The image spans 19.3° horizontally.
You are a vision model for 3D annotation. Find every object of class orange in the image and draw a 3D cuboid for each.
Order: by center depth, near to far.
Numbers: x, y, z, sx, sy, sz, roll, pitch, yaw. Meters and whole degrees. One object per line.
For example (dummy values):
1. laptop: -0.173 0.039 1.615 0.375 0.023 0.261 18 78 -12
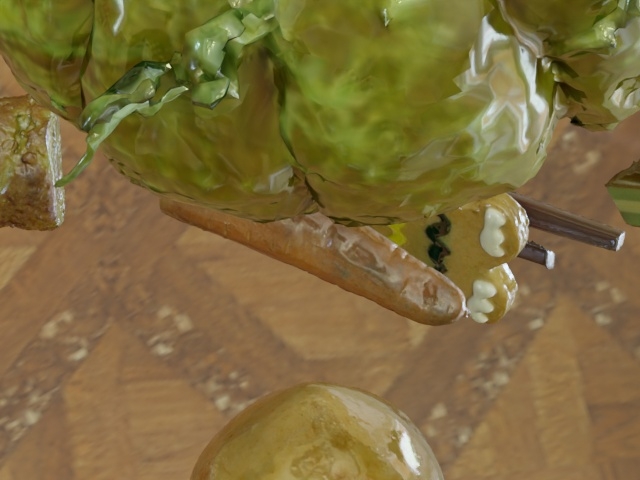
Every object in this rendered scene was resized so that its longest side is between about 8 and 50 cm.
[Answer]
1. orange: 0.006 -0.147 0.668 0.300 0.223 0.301 -32 70 3

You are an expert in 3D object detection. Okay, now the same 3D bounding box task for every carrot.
1. carrot: 0.000 0.000 1.181 0.209 0.061 0.061 27 61 12

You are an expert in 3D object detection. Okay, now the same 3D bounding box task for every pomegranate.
1. pomegranate: -0.006 0.277 1.869 0.307 0.307 0.307 9 71 -26

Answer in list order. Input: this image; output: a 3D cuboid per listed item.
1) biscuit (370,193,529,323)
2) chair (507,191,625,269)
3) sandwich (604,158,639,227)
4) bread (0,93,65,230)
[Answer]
1. biscuit: 0.055 -0.023 1.481 0.240 0.158 0.035 27 52 26
2. chair: 0.118 -0.109 1.755 0.175 0.326 0.183 -11 113 -55
3. sandwich: 0.363 -0.032 1.970 0.074 0.116 0.074 -34 124 2
4. bread: -0.307 -0.061 1.604 0.172 0.132 0.103 -1 30 -1
